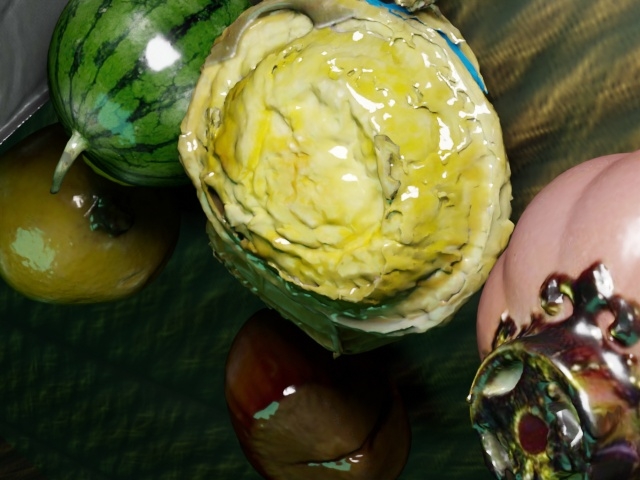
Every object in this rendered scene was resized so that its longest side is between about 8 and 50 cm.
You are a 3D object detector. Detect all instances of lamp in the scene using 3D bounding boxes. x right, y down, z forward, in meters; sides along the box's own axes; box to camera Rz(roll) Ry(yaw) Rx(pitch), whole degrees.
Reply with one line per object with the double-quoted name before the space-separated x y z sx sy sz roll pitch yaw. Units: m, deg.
"lamp" 0.214 0.091 1.123 0.305 0.240 0.305 25 122 48

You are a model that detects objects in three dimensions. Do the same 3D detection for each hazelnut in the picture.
"hazelnut" -0.005 0.163 1.841 0.181 0.181 0.212 -10 127 31

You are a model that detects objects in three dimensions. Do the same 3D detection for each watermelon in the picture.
"watermelon" -0.142 -0.133 1.481 0.188 0.215 0.188 39 153 24

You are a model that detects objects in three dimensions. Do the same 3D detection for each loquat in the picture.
"loquat" -0.245 -0.027 1.888 0.213 0.213 0.246 54 160 -17

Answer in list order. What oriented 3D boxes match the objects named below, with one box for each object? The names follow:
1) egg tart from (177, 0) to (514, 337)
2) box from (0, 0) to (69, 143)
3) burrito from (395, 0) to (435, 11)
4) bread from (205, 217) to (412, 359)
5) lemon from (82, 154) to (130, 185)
"egg tart" 0.012 -0.059 1.328 0.291 0.107 0.290 11 112 28
"box" -0.345 -0.222 1.544 0.204 0.345 0.251 18 146 46
"burrito" 0.018 -0.232 1.259 0.185 0.041 0.045 47 -178 1
"bread" 0.001 -0.002 1.552 0.240 0.139 0.240 42 159 20
"lemon" -0.174 -0.109 1.728 0.114 0.114 0.155 52 155 -12
